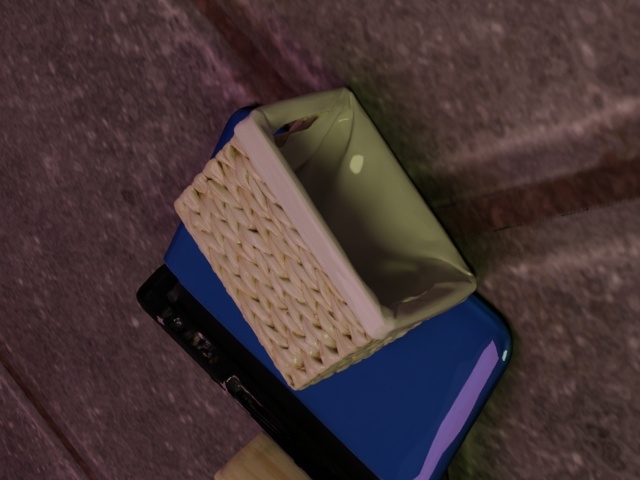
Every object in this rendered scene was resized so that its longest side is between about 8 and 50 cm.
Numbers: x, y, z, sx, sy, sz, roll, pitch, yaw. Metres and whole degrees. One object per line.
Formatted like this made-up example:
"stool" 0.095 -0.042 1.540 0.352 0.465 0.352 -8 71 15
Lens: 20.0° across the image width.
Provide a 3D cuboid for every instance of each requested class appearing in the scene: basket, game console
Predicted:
"basket" 0.000 0.000 1.184 0.103 0.113 0.167 -40 78 37
"game console" 0.022 0.082 1.350 0.293 0.173 0.250 43 178 29

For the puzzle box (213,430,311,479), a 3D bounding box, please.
"puzzle box" 0.089 0.328 1.326 0.409 0.052 0.272 44 169 20
